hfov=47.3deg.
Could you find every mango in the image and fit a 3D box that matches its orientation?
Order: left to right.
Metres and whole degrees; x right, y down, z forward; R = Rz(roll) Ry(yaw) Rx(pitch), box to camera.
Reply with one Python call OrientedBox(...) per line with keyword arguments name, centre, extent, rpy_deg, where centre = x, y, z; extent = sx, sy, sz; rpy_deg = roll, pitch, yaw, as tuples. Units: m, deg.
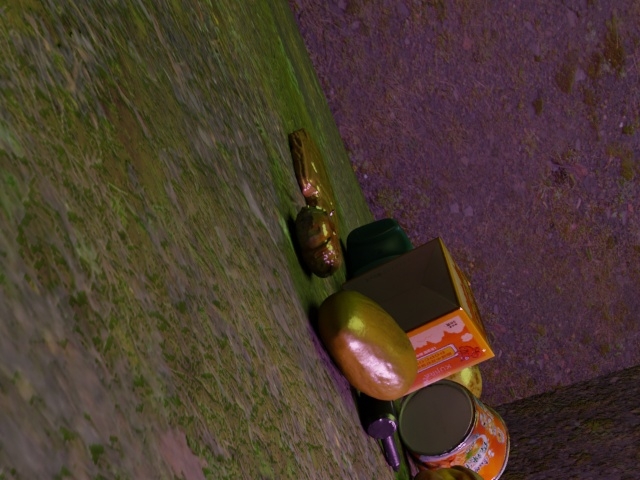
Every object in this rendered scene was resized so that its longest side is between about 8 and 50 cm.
OrientedBox(name="mango", centre=(0.090, 0.200, 1.452), extent=(0.332, 0.142, 0.195), rpy_deg=(53, 13, -42))

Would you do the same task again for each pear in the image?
OrientedBox(name="pear", centre=(0.391, 0.452, 2.389), extent=(0.283, 0.283, 0.284), rpy_deg=(-19, 90, -81))

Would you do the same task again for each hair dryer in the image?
OrientedBox(name="hair dryer", centre=(0.140, 0.431, 1.585), extent=(0.114, 0.070, 0.248), rpy_deg=(-96, 173, -59))

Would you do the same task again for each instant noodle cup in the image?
OrientedBox(name="instant noodle cup", centre=(0.354, 0.528, 2.020), extent=(0.214, 0.296, 0.296), rpy_deg=(52, 19, -41))

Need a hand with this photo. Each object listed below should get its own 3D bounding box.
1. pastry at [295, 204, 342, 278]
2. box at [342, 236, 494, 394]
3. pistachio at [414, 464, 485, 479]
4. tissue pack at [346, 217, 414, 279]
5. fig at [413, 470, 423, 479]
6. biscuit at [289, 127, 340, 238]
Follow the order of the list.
OrientedBox(name="pastry", centre=(-0.004, 0.003, 1.480), extent=(0.153, 0.081, 0.153), rpy_deg=(-9, 90, -84))
OrientedBox(name="box", centre=(0.230, 0.193, 1.770), extent=(0.214, 0.283, 0.259), rpy_deg=(50, 21, -35))
OrientedBox(name="pistachio", centre=(0.322, 0.681, 1.699), extent=(0.230, 0.230, 0.309), rpy_deg=(56, 13, -59))
OrientedBox(name="tissue pack", centre=(0.187, 0.094, 2.073), extent=(0.287, 0.198, 0.206), rpy_deg=(-101, 167, -53))
OrientedBox(name="fig", centre=(0.290, 0.636, 1.907), extent=(0.082, 0.098, 0.084), rpy_deg=(-98, 178, -56))
OrientedBox(name="biscuit", centre=(-0.010, -0.148, 1.865), extent=(0.376, 0.051, 0.269), rpy_deg=(-99, 165, -47))
